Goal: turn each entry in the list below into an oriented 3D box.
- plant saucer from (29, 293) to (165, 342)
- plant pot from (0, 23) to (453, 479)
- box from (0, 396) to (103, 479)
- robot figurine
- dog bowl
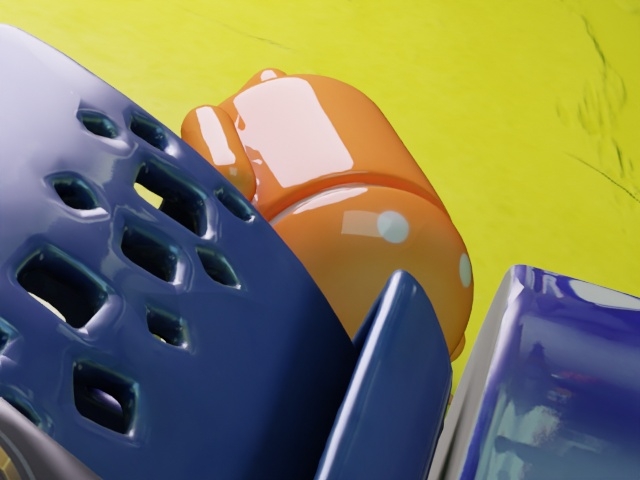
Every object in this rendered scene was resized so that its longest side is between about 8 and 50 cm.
[{"bbox_3d":[-0.133,0.045,0.912,0.188,0.045,0.188,10,30,-18],"label":"plant saucer"},{"bbox_3d":[-0.092,0.099,0.665,0.212,0.236,0.236,27,29,-2],"label":"plant pot"},{"bbox_3d":[-0.143,0.147,0.473,0.293,0.295,0.073,35,33,27],"label":"box"},{"bbox_3d":[0.002,0.001,0.988,0.128,0.158,0.219,-14,37,-11],"label":"robot figurine"},{"bbox_3d":[0.070,0.145,0.638,0.104,0.265,0.265,19,29,2],"label":"dog bowl"}]
